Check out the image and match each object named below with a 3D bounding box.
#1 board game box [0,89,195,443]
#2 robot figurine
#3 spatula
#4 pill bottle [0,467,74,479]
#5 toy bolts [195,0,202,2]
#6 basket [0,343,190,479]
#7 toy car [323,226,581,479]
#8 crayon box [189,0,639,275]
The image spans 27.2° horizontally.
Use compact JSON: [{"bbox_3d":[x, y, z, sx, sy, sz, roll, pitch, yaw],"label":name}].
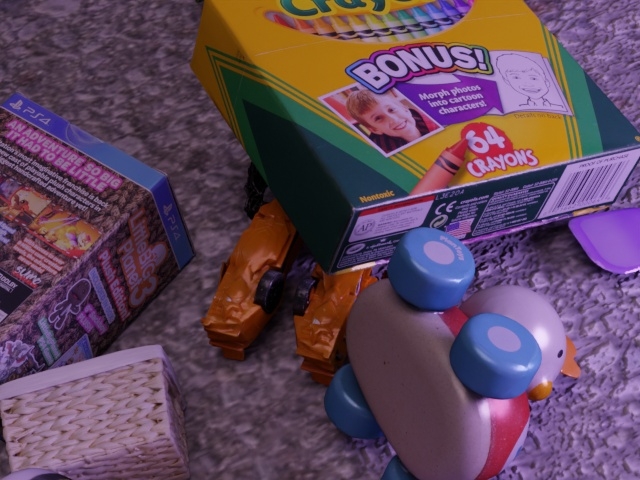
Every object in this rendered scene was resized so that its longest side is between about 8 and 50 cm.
[{"bbox_3d":[-0.320,0.022,1.381,0.232,0.141,0.291,29,63,27],"label":"board game box"},{"bbox_3d":[0.000,0.000,1.381,0.211,0.085,0.291,14,57,19],"label":"robot figurine"},{"bbox_3d":[0.405,-0.036,1.373,0.296,0.030,0.084,-21,53,-7],"label":"spatula"},{"bbox_3d":[-0.142,0.329,1.088,0.334,0.188,0.188,19,58,22],"label":"pill bottle"},{"bbox_3d":[-0.068,-0.337,1.593,0.158,0.218,0.228,-18,70,-12],"label":"toy bolts"},{"bbox_3d":[-0.213,0.184,1.261,0.167,0.113,0.103,-14,56,-1],"label":"basket"},{"bbox_3d":[0.162,0.117,1.227,0.238,0.219,0.210,-7,46,-32],"label":"toy car"},{"bbox_3d":[0.097,-0.143,1.362,0.363,0.106,0.313,-13,54,-30],"label":"crayon box"}]
